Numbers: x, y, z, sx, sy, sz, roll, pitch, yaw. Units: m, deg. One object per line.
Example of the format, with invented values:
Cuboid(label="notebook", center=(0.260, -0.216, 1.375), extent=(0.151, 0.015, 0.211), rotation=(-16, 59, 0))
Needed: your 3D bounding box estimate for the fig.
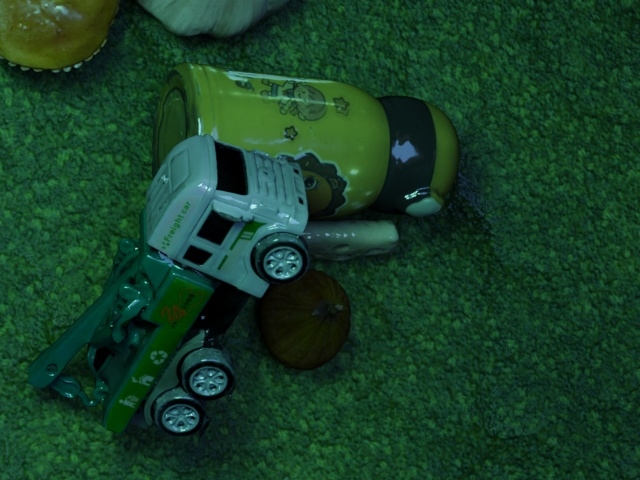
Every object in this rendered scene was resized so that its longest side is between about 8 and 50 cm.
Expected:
Cuboid(label="fig", center=(0.000, 0.081, 1.988), extent=(0.119, 0.153, 0.119), rotation=(24, 53, -36))

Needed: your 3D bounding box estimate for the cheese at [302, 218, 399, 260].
Cuboid(label="cheese", center=(0.000, 0.000, 2.028), extent=(0.194, 0.065, 0.043), rotation=(-1, 58, -23))

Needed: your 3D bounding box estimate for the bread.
Cuboid(label="bread", center=(-0.295, -0.312, 1.871), extent=(0.179, 0.133, 0.250), rotation=(11, 103, -9))

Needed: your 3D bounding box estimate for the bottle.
Cuboid(label="bottle", center=(-0.006, -0.107, 1.976), extent=(0.351, 0.171, 0.171), rotation=(3, 85, -20))

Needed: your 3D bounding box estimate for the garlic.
Cuboid(label="garlic", center=(-0.111, -0.341, 1.935), extent=(0.218, 0.212, 0.218), rotation=(4, 79, -23))

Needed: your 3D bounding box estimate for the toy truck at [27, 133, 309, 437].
Cuboid(label="toy truck", center=(-0.154, 0.059, 1.841), extent=(0.178, 0.176, 0.363), rotation=(26, 117, -22))
